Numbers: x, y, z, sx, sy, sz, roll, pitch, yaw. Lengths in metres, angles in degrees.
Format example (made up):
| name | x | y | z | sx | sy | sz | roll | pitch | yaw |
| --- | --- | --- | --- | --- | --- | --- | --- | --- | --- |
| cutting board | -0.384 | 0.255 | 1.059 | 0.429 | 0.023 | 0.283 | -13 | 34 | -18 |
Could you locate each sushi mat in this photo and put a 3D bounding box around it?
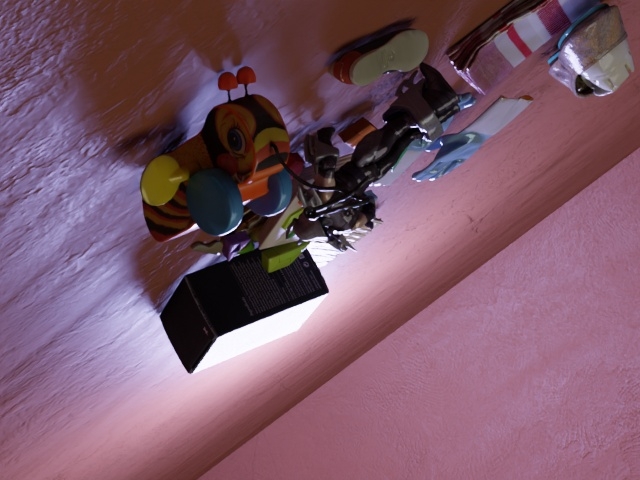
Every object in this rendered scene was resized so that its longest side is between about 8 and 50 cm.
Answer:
| name | x | y | z | sx | sy | sz | roll | pitch | yaw |
| --- | --- | --- | --- | --- | --- | --- | --- | --- | --- |
| sushi mat | 0.000 | 0.000 | 2.330 | 0.151 | 0.019 | 0.316 | -37 | 168 | 13 |

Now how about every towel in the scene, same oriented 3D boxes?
| name | x | y | z | sx | sy | sz | roll | pitch | yaw |
| --- | --- | --- | --- | --- | --- | --- | --- | --- | --- |
| towel | 0.327 | -0.319 | 1.924 | 0.329 | 0.037 | 0.237 | -37 | 169 | 11 |

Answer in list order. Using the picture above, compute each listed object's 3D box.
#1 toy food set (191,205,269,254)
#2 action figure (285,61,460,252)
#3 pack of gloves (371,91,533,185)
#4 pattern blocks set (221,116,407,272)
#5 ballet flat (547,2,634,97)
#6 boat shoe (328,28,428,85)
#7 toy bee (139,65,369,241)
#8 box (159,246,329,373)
| name | x | y | z | sx | sy | sz | roll | pitch | yaw |
| --- | --- | --- | --- | --- | --- | --- | --- | --- | --- |
| toy food set | -0.080 | -0.027 | 1.954 | 0.192 | 0.038 | 0.132 | -37 | 168 | 12 |
| action figure | 0.059 | -0.098 | 1.828 | 0.285 | 0.099 | 0.185 | -45 | 153 | -6 |
| pack of gloves | 0.181 | -0.165 | 2.159 | 0.195 | 0.046 | 0.232 | -1 | 147 | -44 |
| pattern blocks set | -0.004 | -0.056 | 1.955 | 0.325 | 0.026 | 0.285 | -26 | 155 | -39 |
| ballet flat | 0.405 | -0.267 | 2.071 | 0.107 | 0.106 | 0.316 | -38 | 176 | 4 |
| boat shoe | 0.069 | -0.211 | 1.627 | 0.137 | 0.049 | 0.043 | -29 | -150 | -36 |
| toy bee | -0.083 | -0.095 | 1.483 | 0.298 | 0.162 | 0.195 | -13 | -173 | 25 |
| box | -0.116 | 0.095 | 2.129 | 0.207 | 0.108 | 0.153 | -20 | 163 | -31 |
